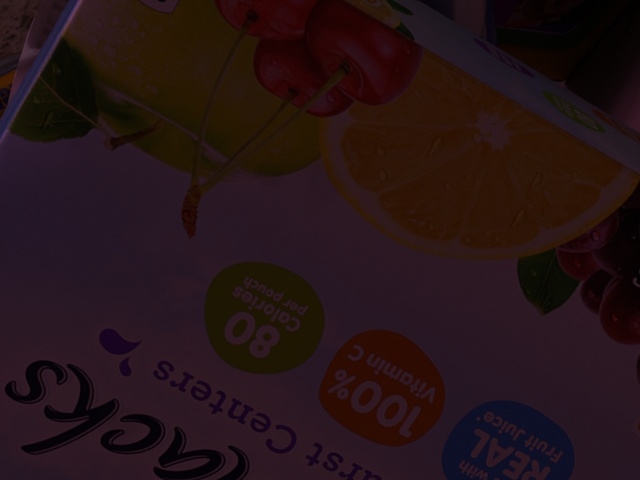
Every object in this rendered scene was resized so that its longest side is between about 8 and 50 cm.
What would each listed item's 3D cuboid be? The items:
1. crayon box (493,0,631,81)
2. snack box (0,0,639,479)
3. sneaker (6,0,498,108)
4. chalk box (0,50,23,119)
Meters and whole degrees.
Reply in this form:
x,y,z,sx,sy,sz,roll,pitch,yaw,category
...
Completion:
x,y,z,sx,sy,sz,roll,pitch,yaw,category
0.092,-0.184,0.762,0.278,0.165,0.081,-52,48,39,crayon box
0.007,0.039,0.464,0.174,0.207,0.070,-57,10,15,snack box
-0.008,0.032,0.605,0.182,0.127,0.315,-61,-27,-69,sneaker
-0.110,0.088,0.752,0.180,0.289,0.179,-34,14,-33,chalk box
